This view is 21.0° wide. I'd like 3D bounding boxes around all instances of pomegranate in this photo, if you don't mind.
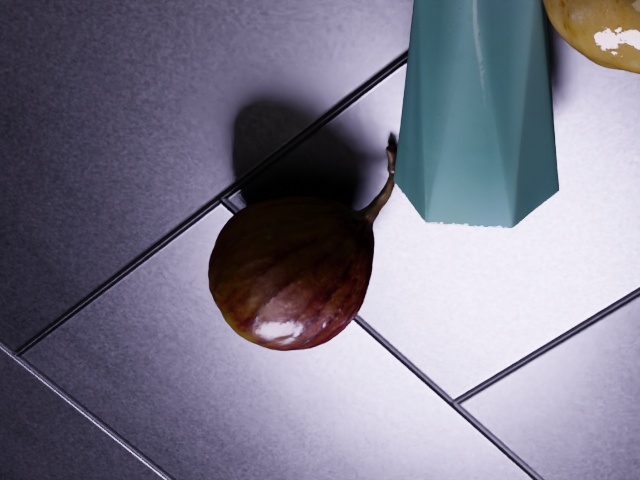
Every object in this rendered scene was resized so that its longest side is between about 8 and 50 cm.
[{"bbox_3d":[0.256,-0.222,1.347,0.196,0.196,0.196,6,128,8],"label":"pomegranate"}]

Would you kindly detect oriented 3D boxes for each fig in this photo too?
[{"bbox_3d":[-0.009,0.024,1.631,0.202,0.148,0.149,-17,166,-13],"label":"fig"}]

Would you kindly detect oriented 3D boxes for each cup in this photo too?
[{"bbox_3d":[0.138,-0.141,1.473,0.148,0.134,0.235,4,126,5],"label":"cup"}]
